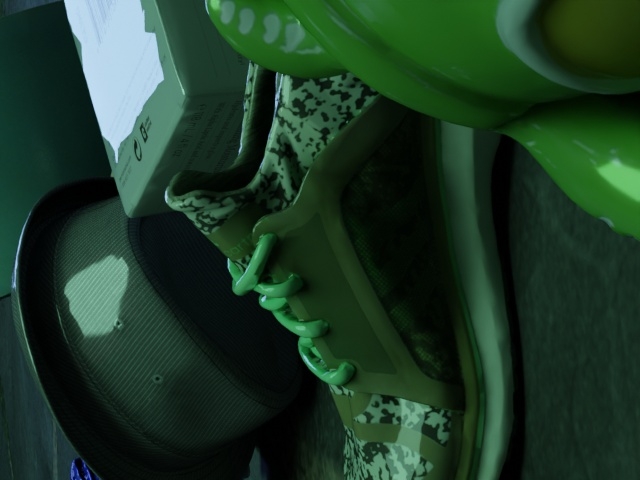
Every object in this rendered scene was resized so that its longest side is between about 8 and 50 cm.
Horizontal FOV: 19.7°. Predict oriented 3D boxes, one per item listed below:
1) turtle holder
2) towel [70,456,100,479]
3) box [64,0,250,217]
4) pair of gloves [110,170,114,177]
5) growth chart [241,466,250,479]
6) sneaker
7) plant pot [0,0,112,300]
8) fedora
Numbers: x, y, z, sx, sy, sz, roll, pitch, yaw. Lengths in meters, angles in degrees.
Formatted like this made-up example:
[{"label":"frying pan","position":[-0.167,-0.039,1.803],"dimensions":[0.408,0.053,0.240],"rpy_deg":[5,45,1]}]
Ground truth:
[{"label":"turtle holder","position":[0.085,-0.149,0.631],"dimensions":[0.227,0.243,0.320],"rpy_deg":[-21,63,54]},{"label":"towel","position":[-0.215,0.385,1.972],"dimensions":[0.308,0.076,0.228],"rpy_deg":[-118,30,-54]},{"label":"box","position":[-0.078,-0.137,1.208],"dimensions":[0.181,0.119,0.182],"rpy_deg":[125,130,-61]},{"label":"pair of gloves","position":[-0.121,-0.153,1.526],"dimensions":[0.240,0.042,0.204],"rpy_deg":[148,137,-70]},{"label":"growth chart","position":[-0.105,0.127,1.484],"dimensions":[0.021,0.172,0.237],"rpy_deg":[-21,78,26]},{"label":"sneaker","position":[0.000,0.000,1.020],"dimensions":[0.158,0.182,0.410],"rpy_deg":[-156,64,-71]},{"label":"plant pot","position":[-0.274,-0.077,1.762],"dimensions":[0.235,0.293,0.293],"rpy_deg":[70,162,0]},{"label":"fedora","position":[-0.100,0.063,1.384],"dimensions":[0.124,0.243,0.275],"rpy_deg":[-26,96,37]}]
